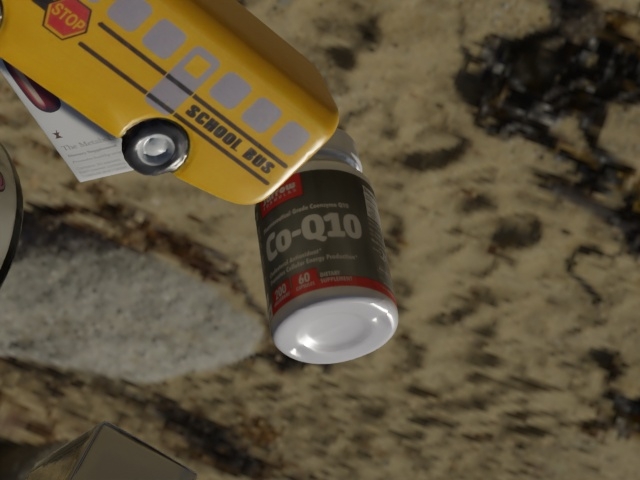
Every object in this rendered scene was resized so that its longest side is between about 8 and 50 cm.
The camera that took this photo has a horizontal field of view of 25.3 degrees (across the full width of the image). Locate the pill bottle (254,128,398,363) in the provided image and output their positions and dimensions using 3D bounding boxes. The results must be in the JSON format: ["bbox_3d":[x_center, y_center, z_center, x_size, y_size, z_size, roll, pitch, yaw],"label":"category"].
[{"bbox_3d":[0.000,0.000,1.828,0.161,0.283,0.161,-7,145,-5],"label":"pill bottle"}]

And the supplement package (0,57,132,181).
[{"bbox_3d":[-0.229,-0.195,1.420,0.139,0.134,0.244,-12,139,16],"label":"supplement package"}]

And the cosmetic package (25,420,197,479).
[{"bbox_3d":[-0.247,0.296,1.441,0.113,0.160,0.309,32,156,-13],"label":"cosmetic package"}]

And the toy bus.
[{"bbox_3d":[-0.147,-0.154,1.046,0.333,0.130,0.108,36,-159,-35],"label":"toy bus"}]

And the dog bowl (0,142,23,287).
[{"bbox_3d":[-0.549,-0.021,1.594,0.408,0.408,0.150,14,154,28],"label":"dog bowl"}]
